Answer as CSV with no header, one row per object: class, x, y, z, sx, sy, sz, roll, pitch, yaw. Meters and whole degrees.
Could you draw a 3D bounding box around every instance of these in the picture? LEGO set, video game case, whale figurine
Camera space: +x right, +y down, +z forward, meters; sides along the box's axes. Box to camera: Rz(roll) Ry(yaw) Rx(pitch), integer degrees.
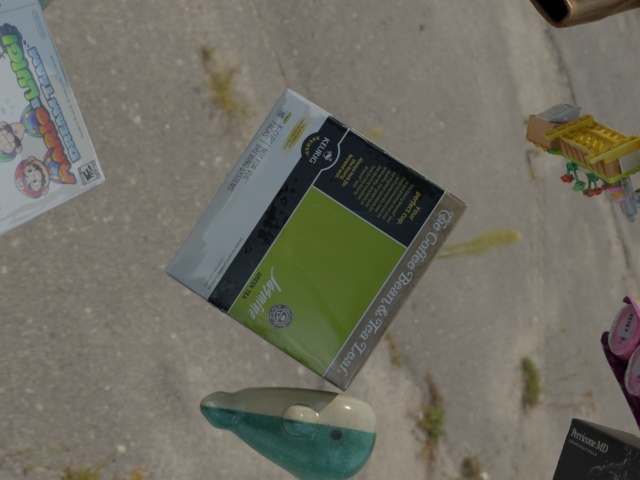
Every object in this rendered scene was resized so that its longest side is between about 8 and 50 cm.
LEGO set,0.291,-0.051,0.842,0.132,0.287,0.107,-40,119,-36
video game case,-0.220,-0.088,0.659,0.143,0.019,0.157,-39,116,-53
whale figurine,-0.052,0.292,1.491,0.216,0.272,0.141,134,-36,-77

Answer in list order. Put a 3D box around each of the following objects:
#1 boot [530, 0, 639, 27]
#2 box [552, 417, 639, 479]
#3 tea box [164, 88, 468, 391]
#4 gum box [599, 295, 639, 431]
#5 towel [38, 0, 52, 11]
boot,0.280,-0.201,0.812,0.280,0.096,0.264,-14,71,-44
box,0.285,0.266,0.908,0.093,0.156,0.158,19,89,-21
tea box,0.000,0.000,1.514,0.324,0.329,0.220,34,1,4
gum box,0.331,0.128,0.883,0.188,0.107,0.062,-90,-161,-62
towel,-0.392,-0.407,1.460,0.090,0.374,0.320,46,34,-19
